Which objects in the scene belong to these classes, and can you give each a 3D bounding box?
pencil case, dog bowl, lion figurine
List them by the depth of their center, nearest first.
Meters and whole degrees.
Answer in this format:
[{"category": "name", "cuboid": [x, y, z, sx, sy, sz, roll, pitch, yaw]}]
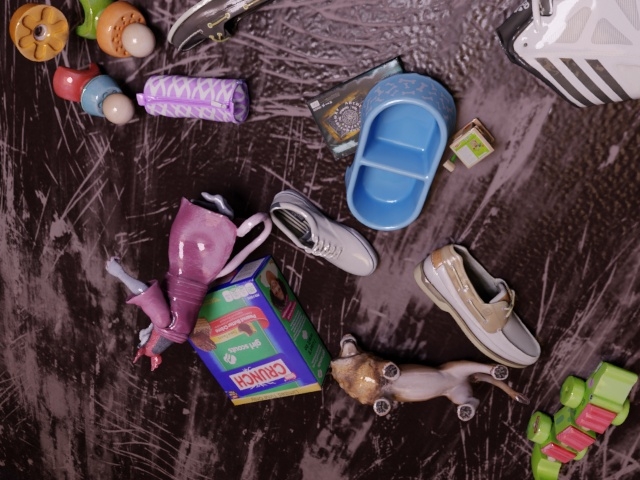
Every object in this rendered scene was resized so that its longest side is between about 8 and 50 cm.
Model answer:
[{"category": "dog bowl", "cuboid": [0.133, -0.141, 0.909, 0.166, 0.074, 0.297, 16, 129, 3]}, {"category": "pencil case", "cuboid": [-0.237, -0.271, 0.983, 0.206, 0.088, 0.086, 8, 128, 16]}, {"category": "lion figurine", "cuboid": [0.216, 0.303, 1.108, 0.393, 0.240, 0.142, 9, 83, 2]}]

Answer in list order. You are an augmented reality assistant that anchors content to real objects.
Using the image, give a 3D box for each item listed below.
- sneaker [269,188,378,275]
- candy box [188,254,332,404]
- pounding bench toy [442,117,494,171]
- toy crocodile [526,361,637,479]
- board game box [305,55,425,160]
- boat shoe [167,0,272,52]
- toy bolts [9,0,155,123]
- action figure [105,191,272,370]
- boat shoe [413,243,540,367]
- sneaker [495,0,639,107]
[{"category": "sneaker", "cuboid": [0.000, 0.000, 1.050, 0.258, 0.091, 0.094, 34, 124, -1]}, {"category": "candy box", "cuboid": [-0.164, 0.225, 1.219, 0.268, 0.122, 0.317, -20, 111, 27]}, {"category": "pounding bench toy", "cuboid": [0.251, -0.161, 0.886, 0.052, 0.065, 0.083, 46, 123, -10]}, {"category": "toy crocodile", "cuboid": [0.539, 0.387, 1.073, 0.115, 0.105, 0.340, 24, 123, 5]}, {"category": "board game box", "cuboid": [0.081, -0.234, 0.928, 0.186, 0.026, 0.126, -18, 112, 27]}, {"category": "boat shoe", "cuboid": [-0.173, -0.392, 0.895, 0.228, 0.081, 0.068, -27, 103, 27]}, {"category": "toy bolts", "cuboid": [-0.424, -0.324, 0.952, 0.159, 0.218, 0.228, 35, 132, 14]}, {"category": "action figure", "cuboid": [-0.267, 0.095, 1.059, 0.276, 0.248, 0.370, 16, 81, 13]}, {"category": "boat shoe", "cuboid": [0.325, 0.130, 0.998, 0.302, 0.113, 0.103, 40, 129, -4]}, {"category": "sneaker", "cuboid": [0.343, -0.377, 0.668, 0.258, 0.169, 0.447, -16, 114, 25]}]
